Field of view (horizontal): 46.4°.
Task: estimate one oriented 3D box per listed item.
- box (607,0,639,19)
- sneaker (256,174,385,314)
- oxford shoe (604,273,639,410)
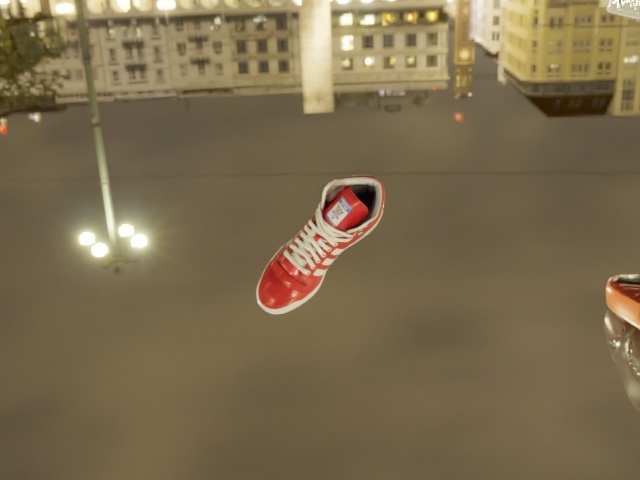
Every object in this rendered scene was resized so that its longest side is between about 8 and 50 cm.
[{"bbox_3d":[0.363,-0.241,0.625,0.163,0.142,0.247,8,-160,2],"label":"box"},{"bbox_3d":[0.000,0.000,0.518,0.118,0.042,0.067,-45,171,-13],"label":"sneaker"},{"bbox_3d":[0.318,0.118,0.627,0.097,0.098,0.271,2,-162,0],"label":"oxford shoe"}]
